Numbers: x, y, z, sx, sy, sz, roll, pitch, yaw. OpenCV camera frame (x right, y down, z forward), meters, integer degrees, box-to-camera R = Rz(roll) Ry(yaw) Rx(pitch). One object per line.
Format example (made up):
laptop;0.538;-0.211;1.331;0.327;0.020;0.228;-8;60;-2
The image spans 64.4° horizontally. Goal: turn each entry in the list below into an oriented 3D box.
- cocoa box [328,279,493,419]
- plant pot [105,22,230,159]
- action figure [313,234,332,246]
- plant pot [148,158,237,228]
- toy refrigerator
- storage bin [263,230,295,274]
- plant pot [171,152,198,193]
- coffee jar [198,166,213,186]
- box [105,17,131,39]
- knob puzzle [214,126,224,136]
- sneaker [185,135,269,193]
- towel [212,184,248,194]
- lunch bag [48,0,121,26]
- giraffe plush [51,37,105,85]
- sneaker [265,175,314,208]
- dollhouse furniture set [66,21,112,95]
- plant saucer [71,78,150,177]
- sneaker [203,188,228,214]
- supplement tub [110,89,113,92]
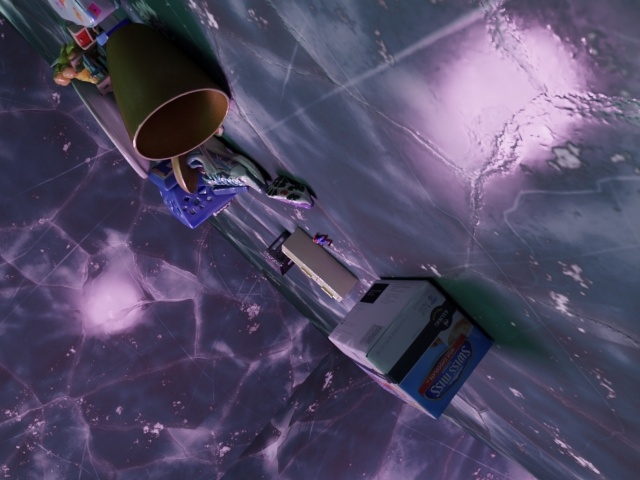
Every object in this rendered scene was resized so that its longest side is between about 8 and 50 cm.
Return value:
cocoa box;0.211;0.255;1.291;0.228;0.231;0.347;43;168;-7
plant pot;-0.373;-0.354;1.154;0.254;0.237;0.237;55;170;11
action figure;0.000;0.000;1.569;0.038;0.030;0.115;41;170;-17
plant pot;-0.486;-0.217;1.897;0.236;0.236;0.212;28;154;52
toy refrigerator;-0.007;0.087;1.721;0.269;0.094;0.102;41;167;5
storage bin;-0.140;0.052;1.945;0.084;0.122;0.180;40;167;10
plant pot;-0.423;-0.262;1.574;0.236;0.032;0.237;-4;-90;-89
coffee jar;-0.356;-0.240;1.705;0.096;0.079;0.184;7;167;-4
box;-0.478;-0.484;1.324;0.137;0.072;0.126;45;168;-14
knob puzzle;-0.347;-0.357;1.443;0.213;0.030;0.213;40;167;11
sneaker;-0.279;-0.201;1.512;0.283;0.122;0.110;33;166;17
towel;-0.307;-0.181;1.740;0.067;0.119;0.029;104;159;-78
lunch bag;-0.586;-0.614;1.146;0.279;0.108;0.224;31;160;40
giraffe plush;-0.908;-0.649;1.947;0.210;0.182;0.170;13;172;46
sneaker;-0.082;-0.117;1.347;0.169;0.068;0.071;29;167;46
dollhouse furniture set;-0.704;-0.574;1.583;0.129;0.129;0.184;41;167;5
plant saucer;-0.707;-0.410;1.799;0.401;0.100;0.400;53;171;12
sneaker;-0.456;-0.183;2.202;0.118;0.110;0.292;53;166;-7
supplement tub;-0.792;-0.507;2.041;0.144;0.144;0.200;36;166;27
